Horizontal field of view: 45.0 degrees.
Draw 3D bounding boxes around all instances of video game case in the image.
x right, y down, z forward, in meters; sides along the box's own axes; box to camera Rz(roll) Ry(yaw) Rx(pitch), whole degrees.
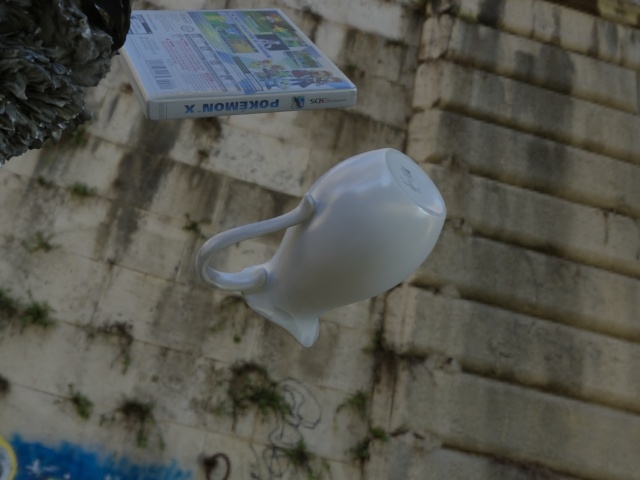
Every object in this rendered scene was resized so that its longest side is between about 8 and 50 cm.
[{"bbox_3d":[-0.146,-0.275,1.157,0.299,0.329,0.036,-8,-53,-22],"label":"video game case"}]

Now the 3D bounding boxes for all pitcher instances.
[{"bbox_3d":[0.000,0.000,0.733,0.177,0.126,0.207,24,-54,-40],"label":"pitcher"}]

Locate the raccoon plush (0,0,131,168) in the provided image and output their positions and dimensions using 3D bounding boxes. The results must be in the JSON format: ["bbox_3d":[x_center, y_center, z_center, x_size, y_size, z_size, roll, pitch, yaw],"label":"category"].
[{"bbox_3d":[-0.312,-0.126,0.449,0.216,0.447,0.299,32,5,30],"label":"raccoon plush"}]
